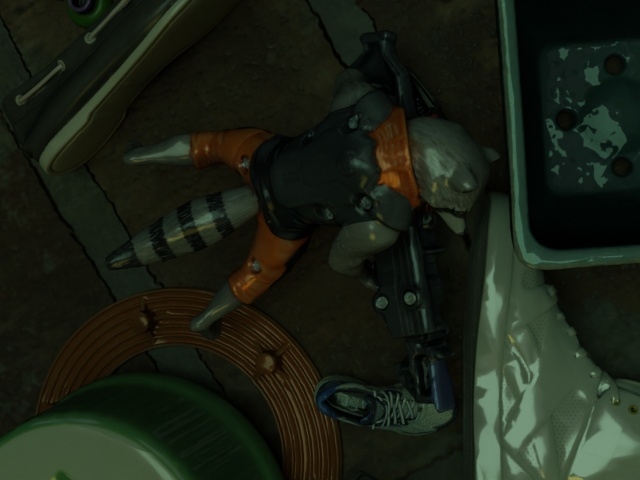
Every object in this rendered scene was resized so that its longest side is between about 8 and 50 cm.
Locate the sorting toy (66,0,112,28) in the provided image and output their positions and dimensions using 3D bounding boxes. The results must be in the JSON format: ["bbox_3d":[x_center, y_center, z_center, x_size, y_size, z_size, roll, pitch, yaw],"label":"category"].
[{"bbox_3d":[-0.257,-0.267,1.016,0.061,0.042,0.102,-22,85,15],"label":"sorting toy"}]

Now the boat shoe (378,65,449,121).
[{"bbox_3d":[0.095,-0.105,0.918,0.049,0.042,0.133,-34,83,12],"label":"boat shoe"}]

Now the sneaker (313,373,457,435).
[{"bbox_3d":[0.058,0.157,0.916,0.135,0.058,0.052,4,91,8],"label":"sneaker"}]

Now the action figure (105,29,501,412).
[{"bbox_3d":[0.000,0.000,0.850,0.330,0.178,0.341,-20,83,28],"label":"action figure"}]

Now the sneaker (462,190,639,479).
[{"bbox_3d":[0.212,0.104,0.864,0.169,0.108,0.293,1,87,2],"label":"sneaker"}]

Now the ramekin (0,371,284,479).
[{"bbox_3d":[-0.189,0.281,0.912,0.303,0.148,0.303,0,90,16],"label":"ramekin"}]

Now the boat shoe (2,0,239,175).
[{"bbox_3d":[-0.186,-0.204,0.961,0.335,0.112,0.095,-43,84,15],"label":"boat shoe"}]

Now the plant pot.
[{"bbox_3d":[0.250,-0.109,0.754,0.247,0.252,0.248,-4,89,4],"label":"plant pot"}]

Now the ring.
[{"bbox_3d":[-0.143,0.215,0.992,0.336,0.032,0.337,0,91,16],"label":"ring"}]

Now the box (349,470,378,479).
[{"bbox_3d":[0.123,0.317,0.845,0.290,0.169,0.087,25,97,15],"label":"box"}]
